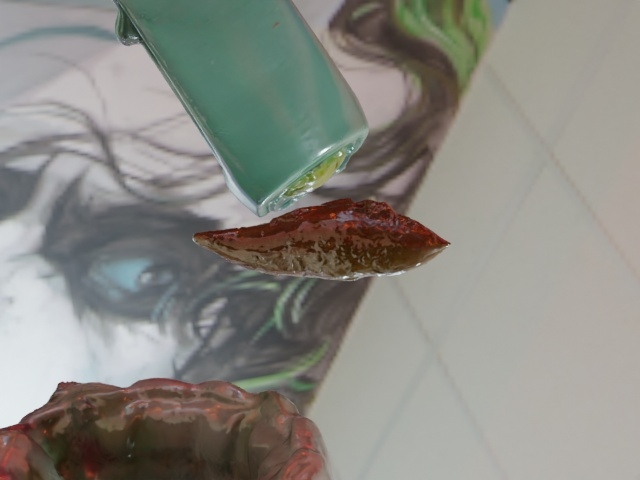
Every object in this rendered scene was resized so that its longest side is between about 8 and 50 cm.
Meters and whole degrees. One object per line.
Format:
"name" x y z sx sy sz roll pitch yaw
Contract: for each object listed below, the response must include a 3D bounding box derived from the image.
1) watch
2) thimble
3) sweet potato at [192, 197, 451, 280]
"watch" -0.058 -0.099 0.596 0.195 0.068 0.237 54 0 2
"thimble" -0.088 0.166 0.714 0.211 0.185 0.149 21 -54 49
"sweet potato" 0.000 0.000 1.069 0.060 0.205 0.068 62 27 -67
